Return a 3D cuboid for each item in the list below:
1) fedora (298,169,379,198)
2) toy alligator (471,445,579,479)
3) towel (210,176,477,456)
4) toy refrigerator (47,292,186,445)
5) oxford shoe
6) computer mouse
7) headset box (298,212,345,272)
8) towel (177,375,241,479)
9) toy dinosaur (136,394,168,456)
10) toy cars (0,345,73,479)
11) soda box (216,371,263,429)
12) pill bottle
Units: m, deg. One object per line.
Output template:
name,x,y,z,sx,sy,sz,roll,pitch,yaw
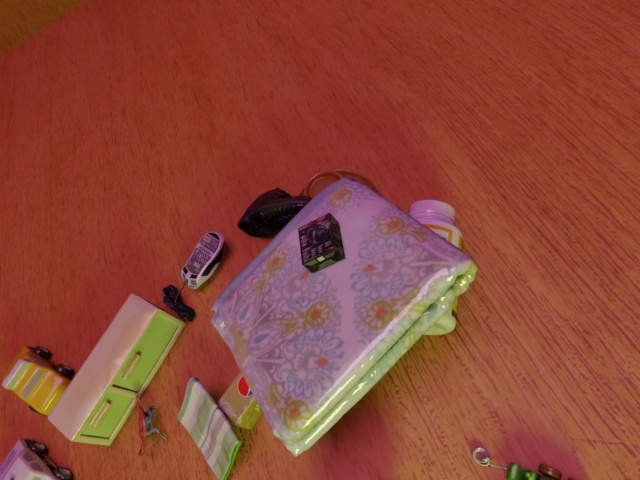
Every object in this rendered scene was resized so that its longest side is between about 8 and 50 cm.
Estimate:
fedora,0.025,-0.082,0.938,0.194,0.079,0.195,-9,61,16
toy alligator,0.296,0.330,0.623,0.189,0.051,0.056,18,70,28
towel,0.010,0.093,0.741,0.374,0.090,0.320,-46,45,0
toy refrigerator,-0.389,0.252,0.906,0.094,0.102,0.270,21,72,29
oxford shoe,-0.084,-0.071,0.934,0.227,0.082,0.096,-5,54,48
computer mouse,-0.261,0.070,0.993,0.106,0.042,0.193,29,82,36
headset box,0.000,0.000,0.728,0.062,0.032,0.083,-26,46,19
towel,-0.197,0.326,0.799,0.152,0.023,0.113,40,123,34
toy dinosaur,-0.330,0.350,0.853,0.047,0.090,0.082,-36,23,18
toy cars,-0.590,0.373,0.928,0.176,0.087,0.394,-26,57,7
soda box,-0.100,0.239,0.822,0.058,0.061,0.181,30,77,33
pill bottle,0.179,0.043,0.786,0.117,0.117,0.215,3,64,23
